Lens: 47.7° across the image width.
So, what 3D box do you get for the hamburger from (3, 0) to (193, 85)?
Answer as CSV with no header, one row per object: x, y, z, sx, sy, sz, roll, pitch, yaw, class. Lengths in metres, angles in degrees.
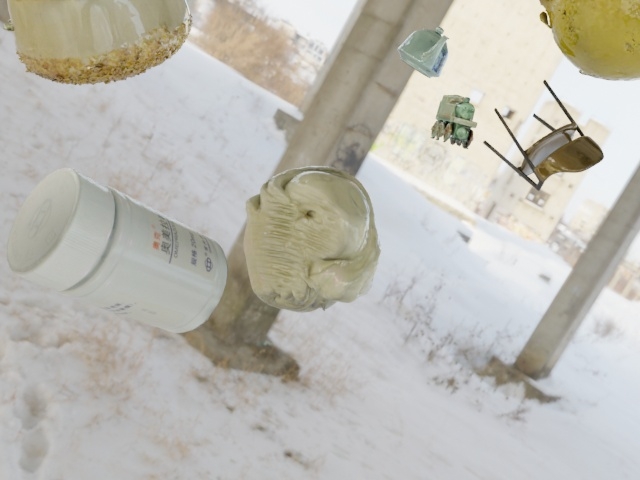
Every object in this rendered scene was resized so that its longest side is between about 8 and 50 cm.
-0.341,-0.344,1.127,0.275,0.179,0.294,-27,43,-25,hamburger

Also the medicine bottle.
-0.334,0.025,1.216,0.190,0.190,0.332,37,4,42,medicine bottle

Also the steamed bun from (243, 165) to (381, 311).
0.000,0.000,1.712,0.339,0.353,0.247,2,9,40,steamed bun

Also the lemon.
0.363,-0.279,0.860,0.206,0.174,0.173,7,2,15,lemon

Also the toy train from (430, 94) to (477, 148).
0.334,-0.298,1.795,0.080,0.125,0.194,12,10,-9,toy train

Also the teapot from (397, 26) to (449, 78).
0.334,-0.598,2.251,0.158,0.159,0.232,27,13,-17,teapot

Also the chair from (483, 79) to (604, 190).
0.520,-0.218,1.659,0.247,0.158,0.172,56,-13,22,chair
